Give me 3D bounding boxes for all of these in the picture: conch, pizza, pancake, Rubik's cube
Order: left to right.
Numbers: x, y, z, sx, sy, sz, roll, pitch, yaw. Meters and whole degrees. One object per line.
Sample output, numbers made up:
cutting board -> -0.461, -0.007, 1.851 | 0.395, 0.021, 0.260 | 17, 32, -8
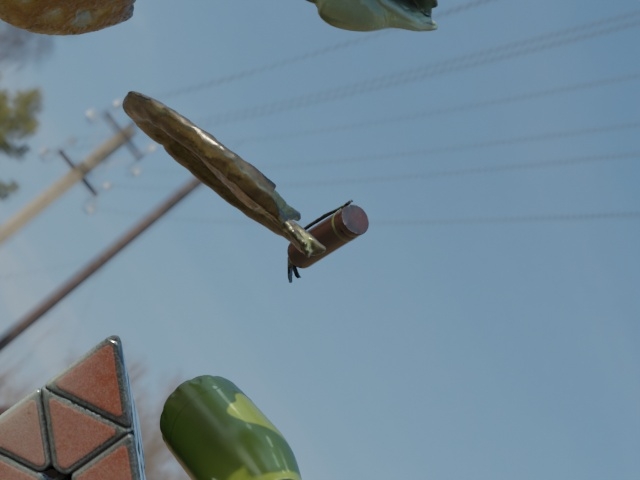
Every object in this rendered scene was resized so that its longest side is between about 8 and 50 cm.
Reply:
pizza -> -0.349, -0.401, 2.018 | 0.114, 0.278, 0.409 | 52, 13, 21
Rubik's cube -> -0.271, 0.250, 1.649 | 0.228, 0.233, 0.229 | 4, -32, 47
pancake -> -0.098, -0.067, 1.581 | 0.286, 0.033, 0.288 | 41, -5, -25
conch -> 0.035, -0.240, 1.385 | 0.180, 0.065, 0.088 | 15, -46, -16

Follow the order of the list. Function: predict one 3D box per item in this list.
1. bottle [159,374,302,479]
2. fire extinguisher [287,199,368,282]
bottle -> -0.087, 0.250, 1.655 | 0.260, 0.112, 0.112 | 38, -20, 55
fire extinguisher -> 0.000, 0.000, 1.933 | 0.158, 0.043, 0.064 | -31, -119, 47
